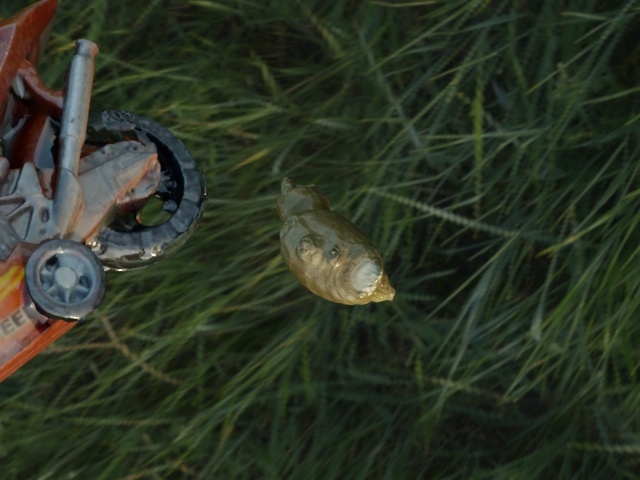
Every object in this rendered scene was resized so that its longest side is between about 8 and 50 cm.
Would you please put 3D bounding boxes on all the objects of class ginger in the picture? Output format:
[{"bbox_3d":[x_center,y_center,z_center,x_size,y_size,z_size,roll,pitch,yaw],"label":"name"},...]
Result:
[{"bbox_3d":[-0.005,-0.002,1.188,0.067,0.096,0.165,-54,44,12],"label":"ginger"}]

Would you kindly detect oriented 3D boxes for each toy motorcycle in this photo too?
[{"bbox_3d":[-0.188,0.003,0.671,0.171,0.298,0.089,44,146,7],"label":"toy motorcycle"}]

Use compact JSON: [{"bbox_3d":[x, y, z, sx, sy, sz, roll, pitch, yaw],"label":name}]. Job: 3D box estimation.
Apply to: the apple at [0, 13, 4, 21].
[{"bbox_3d":[-0.371,-0.157,1.299,0.201,0.162,0.201,-15,62,31],"label":"apple"}]
